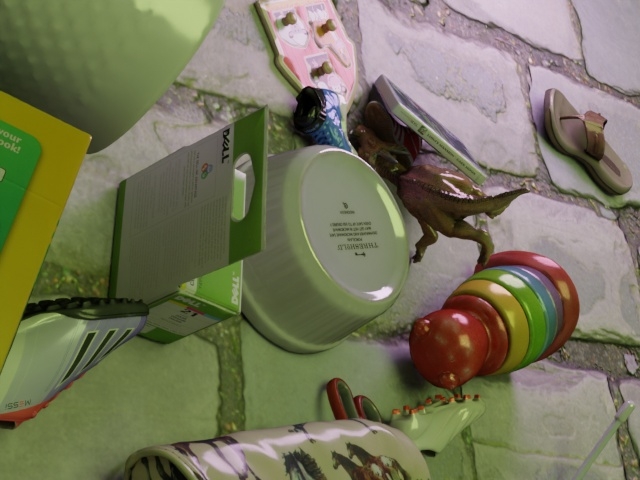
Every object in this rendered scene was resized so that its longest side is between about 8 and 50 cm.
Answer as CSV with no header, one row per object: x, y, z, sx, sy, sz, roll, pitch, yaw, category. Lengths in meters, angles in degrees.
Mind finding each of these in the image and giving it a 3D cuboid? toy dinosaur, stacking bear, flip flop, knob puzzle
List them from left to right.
0.001,-0.272,2.083,0.213,0.030,0.213,26,53,-40,knob puzzle
0.146,-0.069,1.999,0.200,0.295,0.127,41,74,-27,toy dinosaur
0.232,0.126,2.056,0.289,0.164,0.175,-22,88,-48,stacking bear
0.486,-0.182,2.567,0.277,0.080,0.112,40,45,-30,flip flop

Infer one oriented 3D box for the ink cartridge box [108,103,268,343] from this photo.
-0.120,-0.013,1.621,0.097,0.255,0.189,27,53,-40,ink cartridge box

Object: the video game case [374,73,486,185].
0.160,-0.166,2.120,0.173,0.022,0.190,38,12,-16,video game case

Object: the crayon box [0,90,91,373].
-0.430,-0.041,1.317,0.363,0.106,0.313,27,49,-17,crayon box

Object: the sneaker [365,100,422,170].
0.111,-0.168,2.148,0.118,0.042,0.067,59,42,-21,sneaker

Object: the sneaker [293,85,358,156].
0.002,-0.143,1.995,0.084,0.058,0.152,11,66,-44,sneaker

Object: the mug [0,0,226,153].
-0.308,-0.318,1.586,0.328,0.276,0.374,37,16,-22,mug

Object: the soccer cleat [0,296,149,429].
-0.299,0.129,1.475,0.318,0.108,0.116,-15,99,-51,soccer cleat

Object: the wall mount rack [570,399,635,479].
0.472,0.435,2.190,0.350,0.130,0.304,40,45,-30,wall mount rack

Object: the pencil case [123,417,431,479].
-0.038,0.303,1.630,0.410,0.160,0.183,1,62,-50,pencil case

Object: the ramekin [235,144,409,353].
0.000,0.000,1.861,0.273,0.127,0.273,26,52,-40,ramekin

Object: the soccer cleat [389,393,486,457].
0.161,0.256,1.976,0.196,0.068,0.076,-7,92,-50,soccer cleat

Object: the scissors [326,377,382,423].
0.075,0.306,1.812,0.109,0.021,0.297,33,31,-50,scissors
